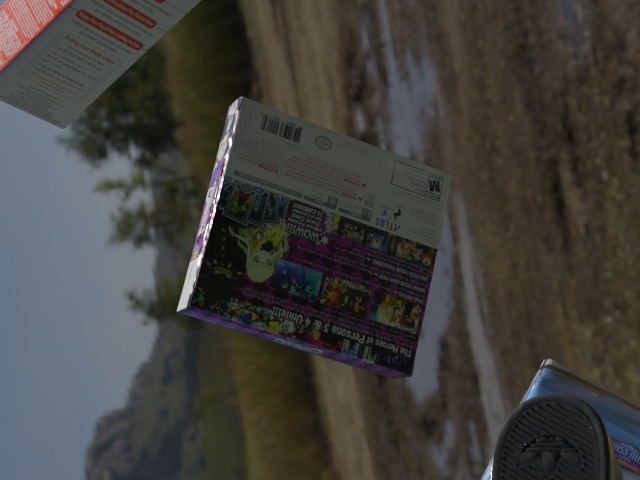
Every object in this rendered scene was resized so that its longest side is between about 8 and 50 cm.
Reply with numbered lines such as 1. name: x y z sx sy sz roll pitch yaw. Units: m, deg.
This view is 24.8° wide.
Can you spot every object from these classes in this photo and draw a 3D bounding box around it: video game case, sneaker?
1. video game case: 0.000 0.000 1.373 0.042 0.232 0.210 -24 51 64
2. sneaker: 0.165 0.276 1.026 0.178 0.124 0.295 52 -135 -53

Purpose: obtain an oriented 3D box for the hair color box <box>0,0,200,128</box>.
1. hair color box: -0.168 -0.165 1.061 0.093 0.167 0.053 26 -151 -56

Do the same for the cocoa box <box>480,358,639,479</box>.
1. cocoa box: 0.365 0.327 1.730 0.231 0.347 0.228 -64 -10 8
